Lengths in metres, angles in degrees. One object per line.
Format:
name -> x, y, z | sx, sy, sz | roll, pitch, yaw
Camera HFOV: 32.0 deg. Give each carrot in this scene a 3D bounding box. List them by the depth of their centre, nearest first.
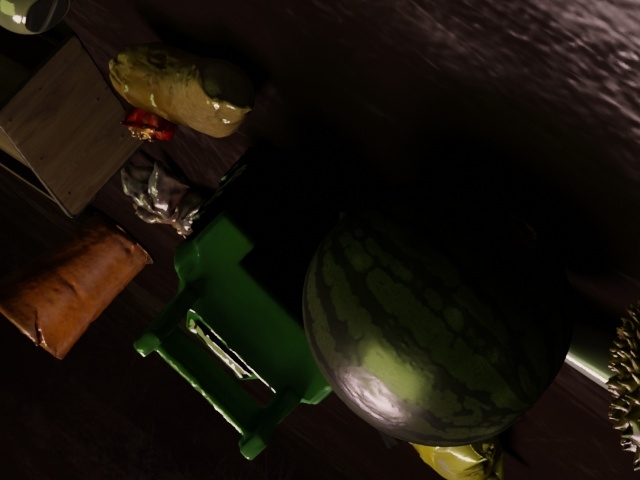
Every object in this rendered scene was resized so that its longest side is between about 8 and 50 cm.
carrot -> -0.454, 0.068, 2.026 | 0.196, 0.254, 0.196 | 41, 168, 11

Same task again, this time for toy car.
toy car -> -0.047, 0.047, 1.071 | 0.213, 0.176, 0.358 | 44, -173, -9

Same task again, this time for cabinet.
cabinet -> -0.362, -0.165, 1.384 | 0.175, 0.148, 0.215 | 30, 160, 30

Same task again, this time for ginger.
ginger -> -0.124, -0.143, 1.054 | 0.190, 0.068, 0.095 | 22, 180, 37

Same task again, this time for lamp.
lamp -> -0.314, -0.281, 1.114 | 0.163, 0.091, 0.091 | 52, 168, 19

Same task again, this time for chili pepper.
chili pepper -> -0.183, -0.133, 1.218 | 0.059, 0.050, 0.268 | 25, 178, -13

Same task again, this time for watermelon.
watermelon -> 0.089, 0.054, 0.874 | 0.212, 0.212, 0.212 | 36, 163, 12

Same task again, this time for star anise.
star anise -> -0.190, -0.042, 1.487 | 0.208, 0.063, 0.172 | 38, 162, 8

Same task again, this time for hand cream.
hand cream -> 0.261, 0.112, 0.926 | 0.255, 0.048, 0.079 | 29, -174, 31

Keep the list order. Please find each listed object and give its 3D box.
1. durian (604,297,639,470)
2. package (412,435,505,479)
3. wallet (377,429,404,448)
durian -> 0.297, 0.133, 0.747 | 0.193, 0.138, 0.237 | 48, 161, -26
package -> 0.165, 0.246, 1.427 | 0.168, 0.090, 0.226 | 36, 165, 24
wallet -> 0.057, 0.164, 1.432 | 0.250, 0.044, 0.149 | 63, -174, -50
